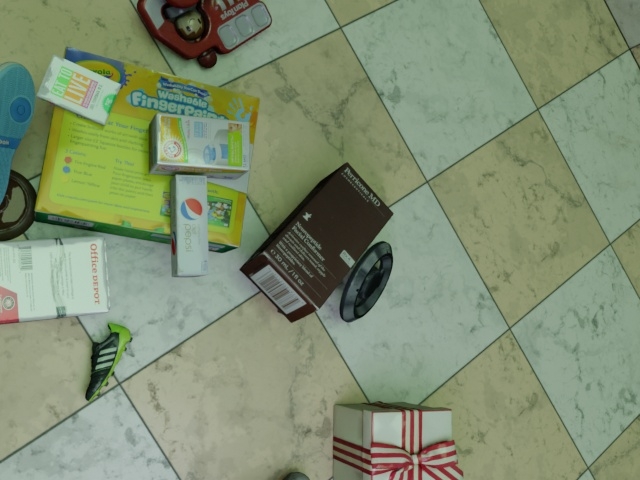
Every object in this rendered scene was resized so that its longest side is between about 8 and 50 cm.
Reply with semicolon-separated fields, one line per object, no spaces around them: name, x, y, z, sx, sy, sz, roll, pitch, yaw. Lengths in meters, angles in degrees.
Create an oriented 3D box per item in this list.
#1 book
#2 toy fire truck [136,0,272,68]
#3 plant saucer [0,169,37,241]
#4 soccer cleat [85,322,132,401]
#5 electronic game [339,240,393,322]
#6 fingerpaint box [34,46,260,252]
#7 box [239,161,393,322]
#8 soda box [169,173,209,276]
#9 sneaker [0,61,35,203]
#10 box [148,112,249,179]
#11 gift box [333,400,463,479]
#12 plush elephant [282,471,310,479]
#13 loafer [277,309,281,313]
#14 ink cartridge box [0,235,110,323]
book;-0.507;-0.313;1.417;0.144;0.035;0.096;22;80;-20
toy fire truck;-0.284;-0.574;1.669;0.302;0.169;0.254;-41;118;-22
plant saucer;-0.708;-0.082;1.476;0.168;0.029;0.168;4;80;-23
soccer cleat;-0.489;0.271;1.510;0.072;0.060;0.179;27;66;-8
electronic game;0.118;0.107;1.721;0.048;0.229;0.229;28;68;23
fingerpaint box;-0.393;-0.191;1.554;0.444;0.163;0.371;10;80;-22
box;0.000;0.000;1.662;0.191;0.143;0.381;46;51;-9
soda box;-0.283;-0.029;1.452;0.069;0.074;0.216;1;84;-23
sneaker;-0.722;-0.229;1.383;0.127;0.208;0.319;20;91;-64
box;-0.265;-0.201;1.463;0.203;0.103;0.114;2;82;-23
gift box;0.189;0.538;1.652;0.255;0.258;0.276;-1;82;-23
plush elephant;-0.095;0.740;1.502;0.330;0.272;0.255;-37;92;-3
loafer;-0.076;0.107;1.707;0.061;0.062;0.170;3;80;-18
ink cartridge box;-0.588;0.085;1.464;0.237;0.100;0.172;-4;84;-23
